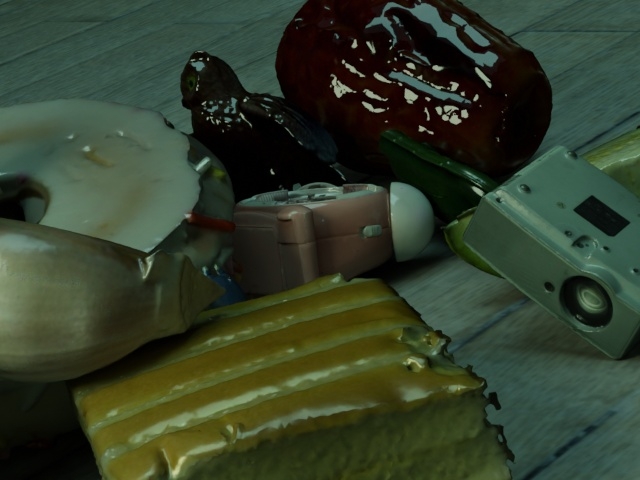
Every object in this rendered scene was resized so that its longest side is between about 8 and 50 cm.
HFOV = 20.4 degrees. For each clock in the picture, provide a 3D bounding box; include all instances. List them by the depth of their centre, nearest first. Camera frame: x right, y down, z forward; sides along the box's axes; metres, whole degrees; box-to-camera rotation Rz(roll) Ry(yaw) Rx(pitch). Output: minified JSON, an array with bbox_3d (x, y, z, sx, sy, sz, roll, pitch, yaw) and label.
[{"bbox_3d":[0.000,0.000,1.513,0.162,0.092,0.166,-17,11,-38],"label":"clock"}]

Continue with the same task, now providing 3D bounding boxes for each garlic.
[{"bbox_3d":[-0.221,0.026,1.196,0.267,0.148,0.128,18,74,30],"label":"garlic"}]

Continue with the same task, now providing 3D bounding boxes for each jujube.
[{"bbox_3d":[0.084,-0.150,1.715,0.290,0.197,0.197,22,37,39],"label":"jujube"}]

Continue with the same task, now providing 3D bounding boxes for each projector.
[{"bbox_3d":[0.196,0.003,1.300,0.147,0.061,0.115,38,44,18],"label":"projector"}]

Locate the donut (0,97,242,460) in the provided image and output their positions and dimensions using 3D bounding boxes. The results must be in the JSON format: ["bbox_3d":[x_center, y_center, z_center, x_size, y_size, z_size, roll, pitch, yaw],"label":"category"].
[{"bbox_3d":[-0.239,0.029,1.410,0.383,0.142,0.382,-10,34,6],"label":"donut"}]

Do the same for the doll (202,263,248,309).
[{"bbox_3d":[-0.055,0.074,1.291,0.027,0.125,0.037,-31,-11,29],"label":"doll"}]

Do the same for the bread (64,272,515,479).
[{"bbox_3d":[-0.022,0.118,1.144,0.246,0.111,0.239,-18,20,-11],"label":"bread"}]

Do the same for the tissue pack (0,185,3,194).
[{"bbox_3d":[-0.318,-0.049,1.326,0.060,0.108,0.148,20,44,37],"label":"tissue pack"}]

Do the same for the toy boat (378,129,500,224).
[{"bbox_3d":[0.114,-0.043,1.536,0.052,0.104,0.210,-43,23,-5],"label":"toy boat"}]

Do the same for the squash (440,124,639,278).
[{"bbox_3d":[0.240,-0.023,1.398,0.252,0.093,0.169,-25,9,-37],"label":"squash"}]

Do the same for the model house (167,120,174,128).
[{"bbox_3d":[-0.128,-0.027,1.604,0.149,0.148,0.119,19,30,35],"label":"model house"}]

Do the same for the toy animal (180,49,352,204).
[{"bbox_3d":[-0.057,-0.099,1.669,0.116,0.179,0.218,-21,-4,-26],"label":"toy animal"}]
